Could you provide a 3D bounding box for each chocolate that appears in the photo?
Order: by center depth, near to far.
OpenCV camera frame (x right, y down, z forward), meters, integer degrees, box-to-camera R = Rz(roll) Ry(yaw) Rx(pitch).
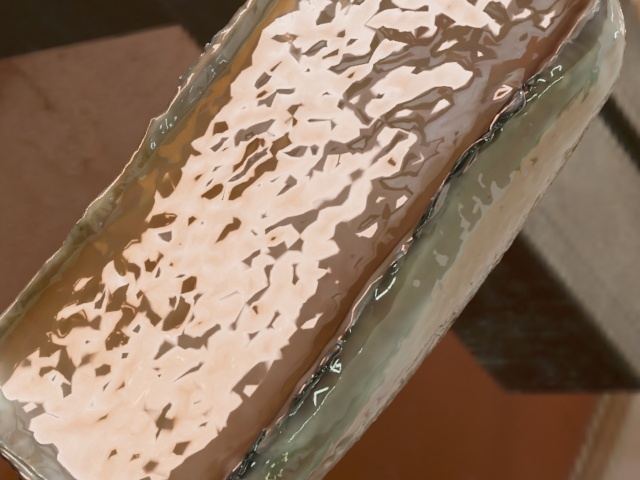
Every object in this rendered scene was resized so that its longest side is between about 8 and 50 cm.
[{"bbox_3d":[0.000,0.001,0.612,0.261,0.161,0.083,-50,131,-1],"label":"chocolate"}]
